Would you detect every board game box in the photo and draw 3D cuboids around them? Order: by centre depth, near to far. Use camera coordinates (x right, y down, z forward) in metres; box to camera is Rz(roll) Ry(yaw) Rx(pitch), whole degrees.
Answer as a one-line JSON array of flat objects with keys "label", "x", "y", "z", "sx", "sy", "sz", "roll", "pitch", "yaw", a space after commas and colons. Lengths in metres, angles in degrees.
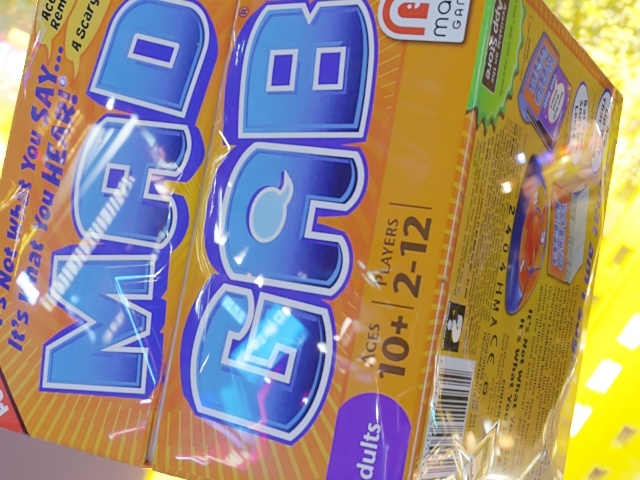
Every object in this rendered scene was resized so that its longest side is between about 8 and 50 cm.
[{"label": "board game box", "x": 0.000, "y": 0.000, "z": 0.896, "sx": 0.356, "sy": 0.356, "sz": 0.356, "roll": 8, "pitch": 175, "yaw": 28}]
